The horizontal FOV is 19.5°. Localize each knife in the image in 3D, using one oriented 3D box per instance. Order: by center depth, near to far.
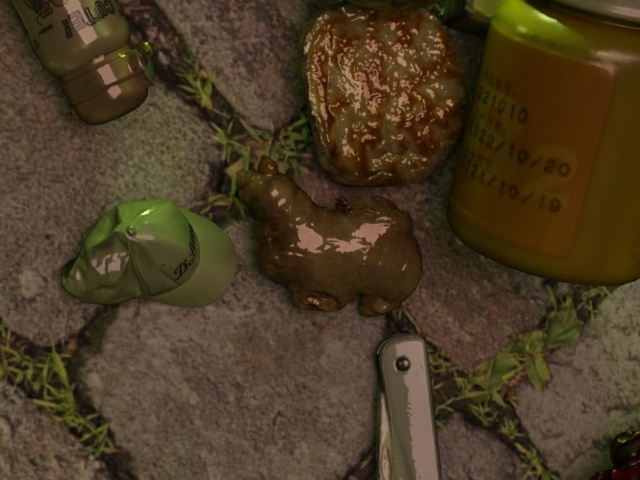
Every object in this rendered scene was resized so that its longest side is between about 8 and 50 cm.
[{"bbox_3d":[0.091,0.230,1.942,0.073,0.040,0.265,-3,87,-9],"label":"knife"}]

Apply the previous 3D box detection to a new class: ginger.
[{"bbox_3d":[0.000,0.005,1.909,0.213,0.074,0.137,19,89,-23],"label":"ginger"}]

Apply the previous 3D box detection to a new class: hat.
[{"bbox_3d":[-0.163,0.020,1.861,0.166,0.081,0.122,20,83,-26],"label":"hat"}]

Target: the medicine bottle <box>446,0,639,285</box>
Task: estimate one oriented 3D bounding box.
[{"bbox_3d":[0.271,-0.166,1.868,0.224,0.224,0.384,6,110,-17],"label":"medicine bottle"}]

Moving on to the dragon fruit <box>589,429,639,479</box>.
[{"bbox_3d":[0.408,0.262,1.971,0.273,0.218,0.198,-51,139,-19],"label":"dragon fruit"}]

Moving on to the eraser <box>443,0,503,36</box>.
[{"bbox_3d":[0.310,-0.265,2.026,0.343,0.078,0.144,11,85,-17],"label":"eraser"}]

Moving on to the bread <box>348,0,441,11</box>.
[{"bbox_3d":[0.075,-0.345,1.861,0.253,0.142,0.227,-16,107,-33],"label":"bread"}]

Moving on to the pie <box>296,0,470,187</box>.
[{"bbox_3d":[0.061,-0.155,1.935,0.179,0.084,0.205,-14,92,-18],"label":"pie"}]

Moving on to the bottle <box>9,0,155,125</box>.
[{"bbox_3d":[-0.236,-0.219,1.833,0.110,0.097,0.209,-25,96,15],"label":"bottle"}]
